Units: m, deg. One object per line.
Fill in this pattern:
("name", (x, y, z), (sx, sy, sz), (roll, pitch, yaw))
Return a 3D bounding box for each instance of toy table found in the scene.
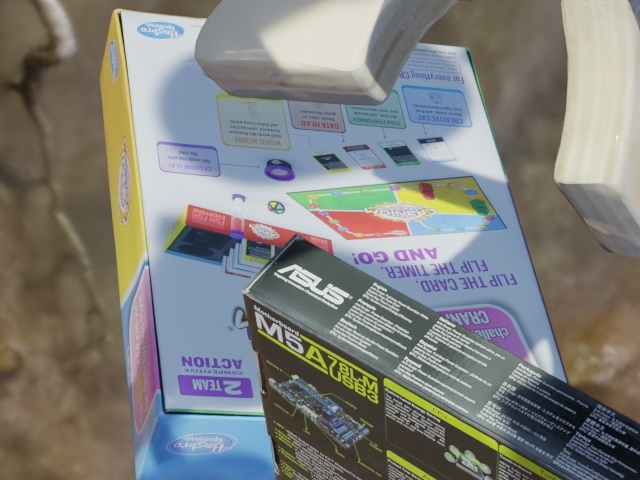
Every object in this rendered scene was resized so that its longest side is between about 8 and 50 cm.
("toy table", (0.092, -0.116, 0.580), (0.252, 0.274, 0.161), (36, 64, -42))

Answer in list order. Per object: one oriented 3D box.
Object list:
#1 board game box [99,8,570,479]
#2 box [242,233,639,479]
("board game box", (0.000, 0.000, 1.026), (0.242, 0.316, 0.064), (5, 137, -17))
("box", (0.058, 0.106, 0.743), (0.045, 0.191, 0.184), (-44, 149, -30))
